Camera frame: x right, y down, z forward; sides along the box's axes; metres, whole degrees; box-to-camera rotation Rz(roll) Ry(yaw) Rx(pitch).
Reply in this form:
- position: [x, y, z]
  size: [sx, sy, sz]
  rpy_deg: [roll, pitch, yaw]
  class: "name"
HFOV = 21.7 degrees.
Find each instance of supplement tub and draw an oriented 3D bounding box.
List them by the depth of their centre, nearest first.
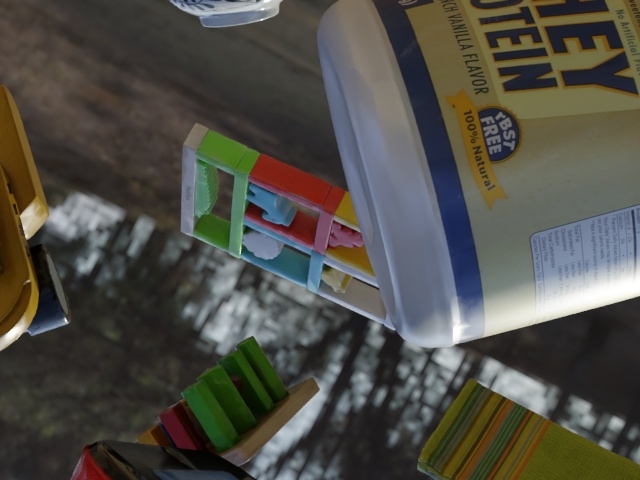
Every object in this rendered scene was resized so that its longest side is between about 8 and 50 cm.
- position: [0.174, -0.077, 1.038]
  size: [0.316, 0.228, 0.228]
  rpy_deg: [-15, -178, -2]
  class: "supplement tub"

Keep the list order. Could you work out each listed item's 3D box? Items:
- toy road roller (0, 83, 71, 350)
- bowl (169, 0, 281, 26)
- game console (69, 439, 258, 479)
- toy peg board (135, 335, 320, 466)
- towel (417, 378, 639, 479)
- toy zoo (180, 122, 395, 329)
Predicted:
- position: [-0.402, -0.030, 1.757]
  size: [0.240, 0.202, 0.329]
  rpy_deg: [82, 169, -73]
  class: "toy road roller"
- position: [-0.081, -0.244, 1.551]
  size: [0.170, 0.080, 0.170]
  rpy_deg: [-8, -163, 2]
  class: "bowl"
- position: [0.018, 0.243, 1.052]
  size: [0.342, 0.060, 0.386]
  rpy_deg: [32, 178, 12]
  class: "game console"
- position: [-0.110, 0.163, 1.528]
  size: [0.079, 0.161, 0.161]
  rpy_deg: [59, -150, -4]
  class: "toy peg board"
- position: [0.212, 0.213, 1.488]
  size: [0.237, 0.102, 0.021]
  rpy_deg: [25, 154, 17]
  class: "towel"
- position: [0.000, 0.000, 1.639]
  size: [0.293, 0.030, 0.192]
  rpy_deg: [24, 155, 7]
  class: "toy zoo"
